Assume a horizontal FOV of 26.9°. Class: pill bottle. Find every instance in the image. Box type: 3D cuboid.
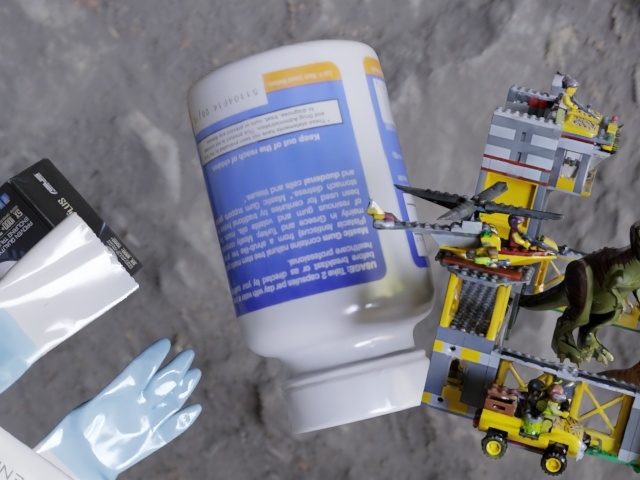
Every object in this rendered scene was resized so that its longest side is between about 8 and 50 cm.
[{"bbox_3d":[0.000,0.000,1.001,0.152,0.152,0.272,-18,82,43],"label":"pill bottle"}]

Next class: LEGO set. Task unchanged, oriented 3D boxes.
[{"bbox_3d":[0.192,0.003,0.886,0.254,0.331,0.192,18,111,19],"label":"LEGO set"}]

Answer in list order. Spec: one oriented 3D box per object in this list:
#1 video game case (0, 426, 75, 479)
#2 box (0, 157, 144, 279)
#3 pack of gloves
[{"bbox_3d":[-0.237,0.188,0.684,0.210,0.232,0.042,40,157,-16],"label":"video game case"},{"bbox_3d":[-0.293,0.034,1.317,0.180,0.077,0.147,-38,95,25],"label":"box"},{"bbox_3d":[-0.213,0.127,1.039,0.195,0.232,0.046,50,170,-15],"label":"pack of gloves"}]
